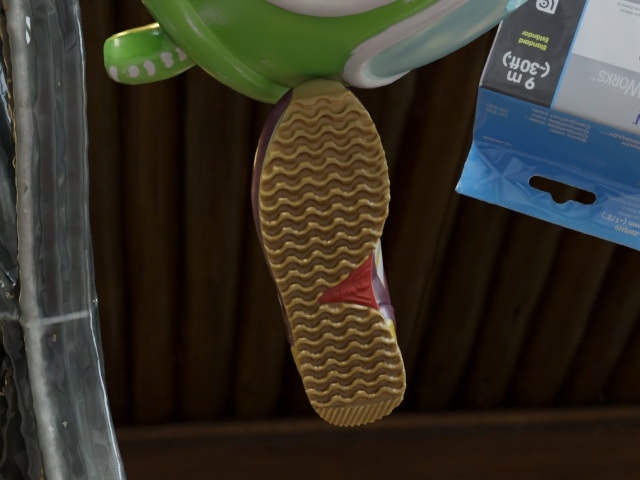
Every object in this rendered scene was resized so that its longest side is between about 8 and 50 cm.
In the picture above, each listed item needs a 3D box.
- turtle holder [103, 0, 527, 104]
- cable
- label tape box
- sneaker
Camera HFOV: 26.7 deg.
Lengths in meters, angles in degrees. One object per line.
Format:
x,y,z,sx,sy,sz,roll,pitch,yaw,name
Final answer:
0.038,-0.190,0.678,0.227,0.243,0.320,-10,-13,30,turtle holder
-0.097,0.046,0.401,0.072,0.139,0.287,-13,-63,-29,cable
0.323,-0.189,1.563,0.249,0.347,0.115,19,-3,12,label tape box
0.000,0.000,0.684,0.070,0.084,0.185,-9,-64,-7,sneaker
